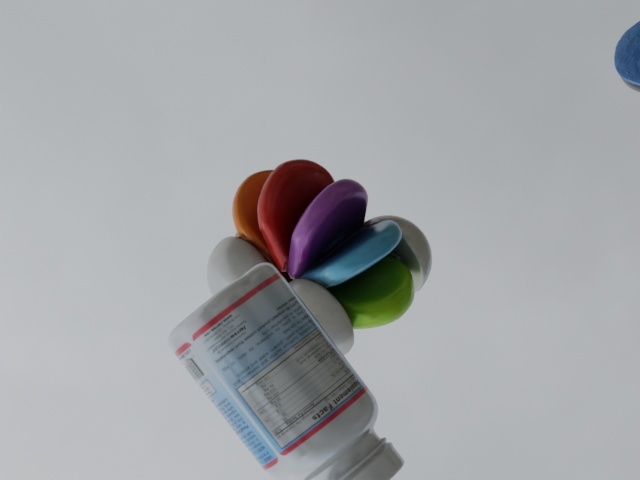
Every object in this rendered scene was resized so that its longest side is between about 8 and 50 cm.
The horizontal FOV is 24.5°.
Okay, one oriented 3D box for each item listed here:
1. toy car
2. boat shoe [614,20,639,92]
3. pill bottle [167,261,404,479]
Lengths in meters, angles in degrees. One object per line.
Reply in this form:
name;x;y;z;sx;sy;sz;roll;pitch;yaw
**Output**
toy car;0.000;0.000;1.246;0.182;0.136;0.159;30;-130;30
boat shoe;0.391;-0.160;1.296;0.089;0.258;0.109;29;-114;-52
pill bottle;-0.019;0.100;0.954;0.160;0.087;0.087;53;-143;2
